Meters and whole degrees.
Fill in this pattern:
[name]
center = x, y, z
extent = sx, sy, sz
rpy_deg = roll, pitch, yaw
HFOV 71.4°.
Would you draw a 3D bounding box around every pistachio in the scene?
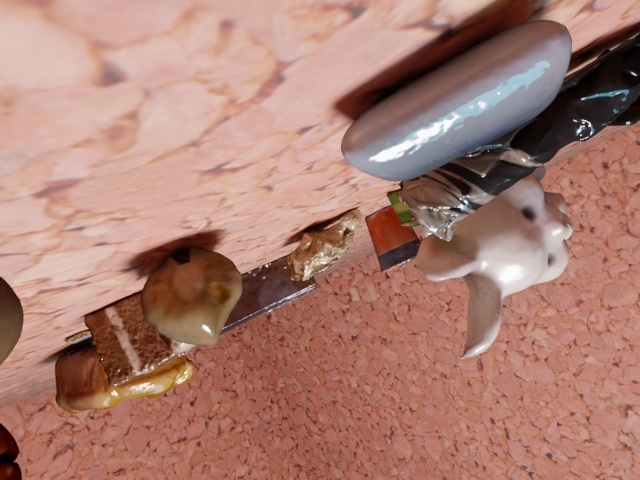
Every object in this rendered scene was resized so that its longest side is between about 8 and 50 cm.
[pistachio]
center = -0.170, 0.078, 0.603
extent = 0.129, 0.131, 0.206
rpy_deg = -13, 175, -18

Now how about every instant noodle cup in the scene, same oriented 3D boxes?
[instant noodle cup]
center = 0.171, -0.007, 1.047
extent = 0.127, 0.135, 0.127
rpy_deg = -23, 172, -3

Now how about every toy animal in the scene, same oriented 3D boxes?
[toy animal]
center = 0.255, -0.006, 0.703
extent = 0.241, 0.196, 0.367
rpy_deg = -26, -160, 34

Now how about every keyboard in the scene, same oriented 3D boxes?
[keyboard]
center = 0.445, -0.196, 0.649
extent = 0.103, 0.041, 0.381
rpy_deg = -26, -176, 14

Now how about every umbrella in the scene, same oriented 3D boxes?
[umbrella]
center = 0.250, -0.139, 0.526
extent = 0.358, 0.106, 0.113
rpy_deg = -35, -156, 13

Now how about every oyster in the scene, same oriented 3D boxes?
[oyster]
center = 0.000, 0.000, 0.875
extent = 0.191, 0.081, 0.163
rpy_deg = -39, -163, -1

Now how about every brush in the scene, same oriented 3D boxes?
[brush]
center = -0.481, 0.200, 0.950
extent = 0.051, 0.014, 0.164
rpy_deg = -22, 174, -4

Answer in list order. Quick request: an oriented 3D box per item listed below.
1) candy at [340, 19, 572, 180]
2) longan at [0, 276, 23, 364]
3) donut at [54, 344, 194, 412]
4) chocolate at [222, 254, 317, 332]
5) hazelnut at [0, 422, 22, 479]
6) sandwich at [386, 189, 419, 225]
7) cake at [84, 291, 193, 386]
[candy]
center = 0.111, -0.107, 0.374
extent = 0.174, 0.071, 0.138
rpy_deg = -25, 174, 22
[longan]
center = -0.262, 0.055, 0.293
extent = 0.113, 0.092, 0.113
rpy_deg = -3, 157, -1
[donut]
center = -0.476, 0.311, 1.079
extent = 0.317, 0.150, 0.299
rpy_deg = -13, 177, -5
[chocolate]
center = -0.166, 0.136, 1.114
extent = 0.321, 0.112, 0.112
rpy_deg = -23, 170, -6
[hazelnut]
center = -0.755, 0.490, 0.756
extent = 0.429, 0.402, 0.402
rpy_deg = -14, 175, 11
[sandwich]
center = 0.161, -0.058, 0.893
extent = 0.116, 0.074, 0.074
rpy_deg = -17, 170, -38
[cake]
center = -0.305, 0.162, 0.784
extent = 0.147, 0.135, 0.134
rpy_deg = -28, 173, -11
